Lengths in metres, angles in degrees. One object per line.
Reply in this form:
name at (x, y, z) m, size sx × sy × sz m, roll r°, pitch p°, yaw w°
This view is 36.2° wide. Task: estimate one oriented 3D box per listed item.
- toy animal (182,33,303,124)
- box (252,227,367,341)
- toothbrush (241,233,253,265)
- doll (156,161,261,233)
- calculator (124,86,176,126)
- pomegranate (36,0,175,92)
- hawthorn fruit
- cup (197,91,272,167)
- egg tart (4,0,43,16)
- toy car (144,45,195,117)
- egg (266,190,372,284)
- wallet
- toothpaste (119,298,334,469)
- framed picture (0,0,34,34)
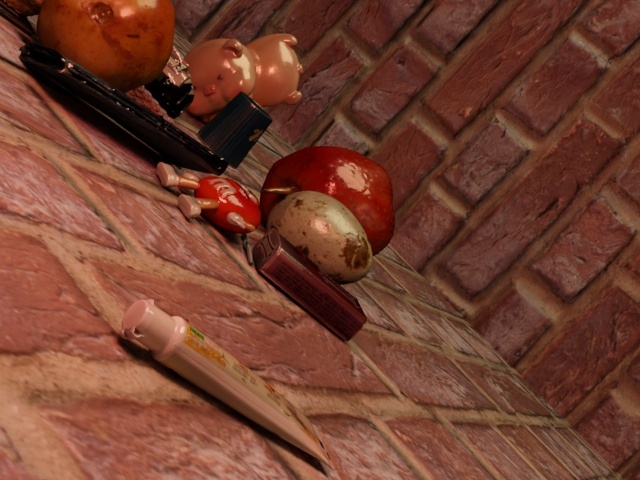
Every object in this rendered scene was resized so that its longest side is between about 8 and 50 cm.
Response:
toy animal at (-0.225, -0.422, 2.608) m, size 0.247 × 0.345 × 0.278 m, roll 51°, pitch 29°, yaw -68°
box at (-0.020, 0.081, 1.779) m, size 0.224 × 0.069 × 0.120 m, roll 42°, pitch 8°, yaw -19°
toothbrush at (-0.133, 0.013, 1.782) m, size 0.011 × 0.014 × 0.167 m, roll 38°, pitch 11°, yaw -19°
doll at (-0.177, -0.067, 1.742) m, size 0.217 × 0.085 × 0.183 m, roll 22°, pitch 19°, yaw -45°
calculator at (-0.425, -0.333, 2.081) m, size 0.330 × 0.048 × 0.220 m, roll 47°, pitch 7°, yaw 11°
pomegranate at (-0.405, -0.403, 1.859) m, size 0.264 × 0.264 × 0.264 m, roll 42°, pitch 8°, yaw -7°
hawthorn fruit at (-0.005, -0.079, 2.096) m, size 0.330 × 0.287 × 0.287 m, roll 14°, pitch 27°, yaw -46°
cup at (-0.205, -0.280, 2.461) m, size 0.131 × 0.155 × 0.176 m, roll 44°, pitch 9°, yaw 5°
egg tart at (-0.590, -0.500, 1.918) m, size 0.191 × 0.074 × 0.191 m, roll 43°, pitch 8°, yaw -8°
toy car at (-0.378, -0.396, 2.296) m, size 0.193 × 0.118 × 0.301 m, roll 43°, pitch -2°, yaw -2°
egg at (0.000, 0.000, 1.898) m, size 0.231 × 0.169 × 0.169 m, roll 31°, pitch 3°, yaw 23°
wallet at (-0.341, -0.226, 1.732) m, size 0.379 × 0.046 × 0.190 m, roll 35°, pitch -9°, yaw -41°
toothpaste at (-0.091, 0.160, 1.083) m, size 0.056 × 0.058 × 0.314 m, roll -11°, pitch -42°, yaw 42°
framed picture at (-0.700, -0.542, 1.929) m, size 0.265 × 0.016 × 0.347 m, roll 37°, pitch 10°, yaw -40°
